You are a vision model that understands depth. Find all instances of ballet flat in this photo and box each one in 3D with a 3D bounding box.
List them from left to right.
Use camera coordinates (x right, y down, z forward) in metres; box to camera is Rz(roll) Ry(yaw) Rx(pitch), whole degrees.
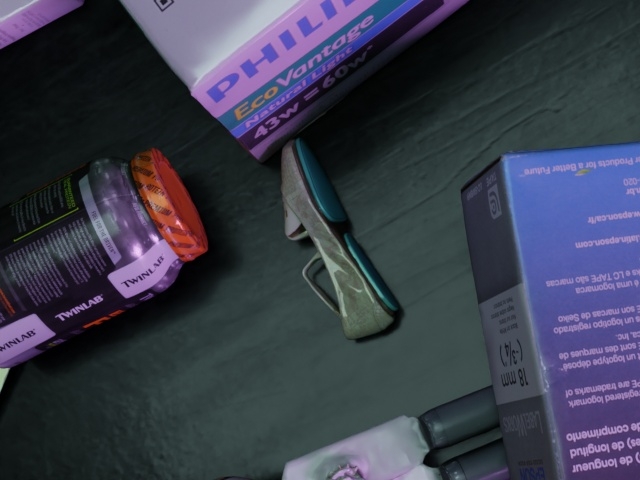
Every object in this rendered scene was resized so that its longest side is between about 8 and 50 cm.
[{"bbox_3d":[0.000,0.000,0.971,0.052,0.057,0.168,-32,76,15],"label":"ballet flat"}]

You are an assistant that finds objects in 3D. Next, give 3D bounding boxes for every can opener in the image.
[{"bbox_3d":[0.101,0.151,0.918,0.280,0.093,0.074,-22,79,-2],"label":"can opener"}]

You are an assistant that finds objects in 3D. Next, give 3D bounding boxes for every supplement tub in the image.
[{"bbox_3d":[-0.191,0.010,0.973,0.190,0.117,0.117,-26,77,6],"label":"supplement tub"}]

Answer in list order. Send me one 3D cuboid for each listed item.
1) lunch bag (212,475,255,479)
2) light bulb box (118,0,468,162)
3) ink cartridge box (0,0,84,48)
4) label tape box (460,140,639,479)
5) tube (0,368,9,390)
[{"bbox_3d":[-0.063,0.315,0.860,0.258,0.120,0.293,19,102,35],"label":"lunch bag"},{"bbox_3d":[-0.033,-0.316,0.939,0.358,0.225,0.361,-37,77,3],"label":"light bulb box"},{"bbox_3d":[-0.341,-0.233,1.074,0.232,0.066,0.189,-27,77,1],"label":"ink cartridge box"},{"bbox_3d":[0.244,0.101,0.841,0.241,0.106,0.333,-6,79,-13],"label":"label tape box"},{"bbox_3d":[-0.375,0.099,1.029,0.240,0.062,0.070,20,129,8],"label":"tube"}]
